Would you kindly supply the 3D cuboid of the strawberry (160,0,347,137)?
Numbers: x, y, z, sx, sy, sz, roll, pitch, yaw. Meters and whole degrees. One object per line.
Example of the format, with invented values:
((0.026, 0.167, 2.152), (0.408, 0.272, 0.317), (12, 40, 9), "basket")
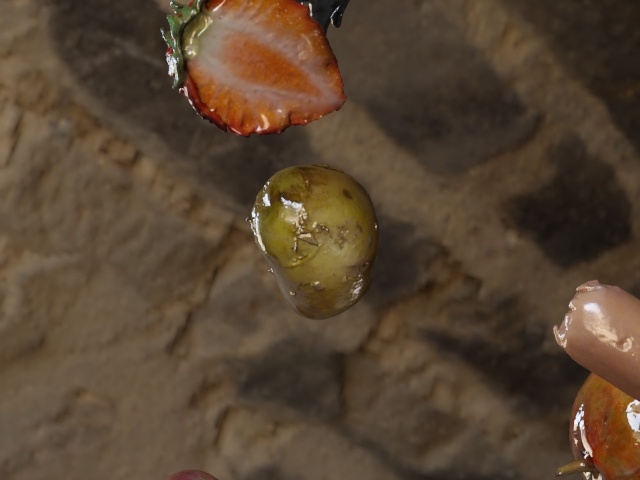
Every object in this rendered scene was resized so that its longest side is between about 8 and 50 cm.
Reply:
((-0.059, -0.171, 1.596), (0.187, 0.147, 0.082), (24, 12, -22), "strawberry")

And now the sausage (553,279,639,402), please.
((0.360, 0.139, 1.686), (0.289, 0.086, 0.086), (32, -22, -3), "sausage")

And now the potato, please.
((0.000, 0.000, 1.750), (0.137, 0.137, 0.176), (10, -28, 20), "potato")

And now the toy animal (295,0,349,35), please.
((-0.075, -0.292, 1.843), (0.269, 0.137, 0.082), (25, 22, -34), "toy animal")

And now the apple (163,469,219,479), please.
((-0.165, 0.377, 2.229), (0.120, 0.153, 0.153), (-34, -46, 20), "apple")

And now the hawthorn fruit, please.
((0.427, 0.252, 2.178), (0.298, 0.277, 0.277), (-20, -14, -16), "hawthorn fruit")
